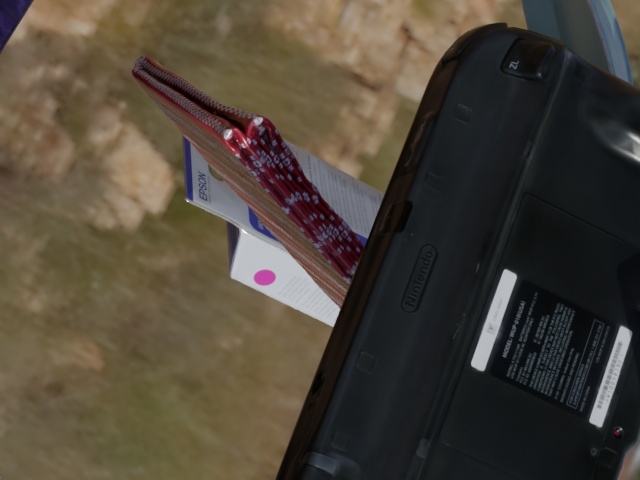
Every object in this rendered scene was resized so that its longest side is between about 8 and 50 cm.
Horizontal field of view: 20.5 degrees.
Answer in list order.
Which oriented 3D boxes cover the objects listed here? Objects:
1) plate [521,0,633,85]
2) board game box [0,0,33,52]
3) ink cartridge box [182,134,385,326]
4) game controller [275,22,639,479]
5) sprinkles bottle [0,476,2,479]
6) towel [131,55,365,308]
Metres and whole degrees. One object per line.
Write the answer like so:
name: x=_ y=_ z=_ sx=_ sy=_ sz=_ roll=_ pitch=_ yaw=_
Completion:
plate: x=0.165 y=-0.124 z=1.121 sx=0.024 sy=0.188 sz=0.188 roll=-17 pitch=150 yaw=-5
board game box: x=-0.269 y=-0.157 z=1.287 sx=0.208 sy=0.056 sz=0.347 roll=-58 pitch=-162 yaw=-20
ink cartridge box: x=0.008 y=0.000 z=1.668 sx=0.069 sy=0.371 sz=0.176 roll=-44 pitch=-148 yaw=27
game controller: x=0.093 y=0.048 z=0.892 sx=0.067 sy=0.166 sz=0.319 roll=-16 pitch=-132 yaw=62
sprinkles bottle: x=-0.274 y=-0.002 z=0.911 sx=0.121 sy=0.121 sz=0.355 roll=-29 pitch=103 yaw=-58
towel: x=0.000 y=0.000 z=1.107 sx=0.031 sy=0.199 sz=0.275 roll=-44 pitch=117 yaw=-6
